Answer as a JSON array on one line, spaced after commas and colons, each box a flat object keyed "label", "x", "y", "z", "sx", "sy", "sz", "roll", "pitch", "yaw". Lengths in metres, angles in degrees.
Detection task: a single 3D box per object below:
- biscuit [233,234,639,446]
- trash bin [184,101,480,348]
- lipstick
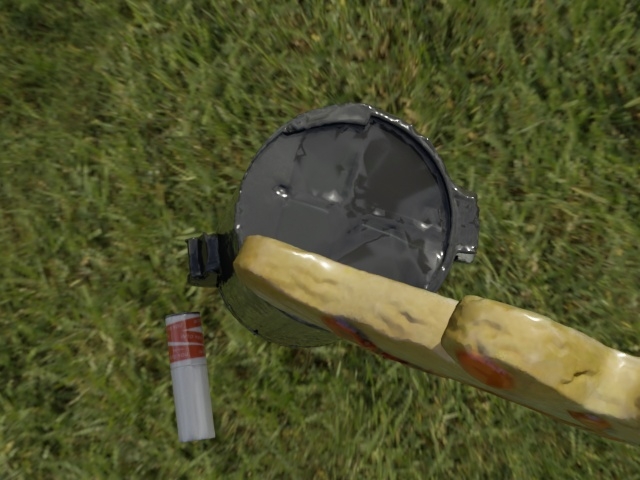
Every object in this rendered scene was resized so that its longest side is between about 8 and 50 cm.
[{"label": "biscuit", "x": 0.078, "y": 0.047, "z": 0.391, "sx": 0.234, "sy": 0.153, "sz": 0.030, "roll": 17, "pitch": 85, "yaw": 34}, {"label": "trash bin", "x": 0.000, "y": 0.000, "z": 1.037, "sx": 0.252, "sy": 0.301, "sz": 0.203, "roll": -1, "pitch": 83, "yaw": -9}, {"label": "lipstick", "x": -0.135, "y": 0.141, "z": 1.106, "sx": 0.038, "sy": 0.038, "sz": 0.130, "roll": -8, "pitch": 81, "yaw": 4}]
